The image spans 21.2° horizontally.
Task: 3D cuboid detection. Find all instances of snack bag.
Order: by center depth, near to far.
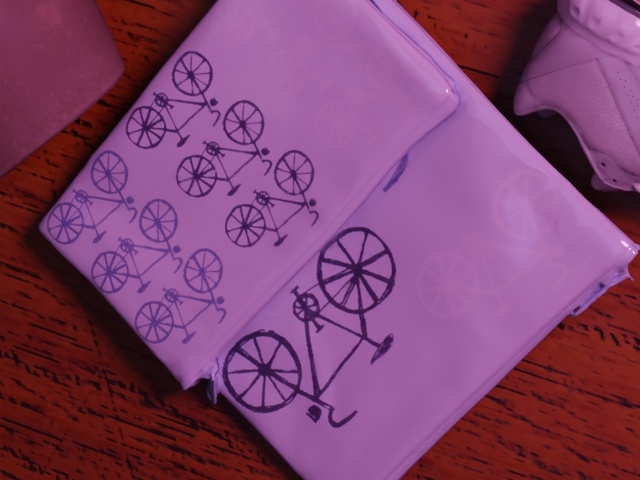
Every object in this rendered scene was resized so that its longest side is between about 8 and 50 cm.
[{"bbox_3d":[0.000,0.000,1.208,0.342,0.037,0.323,47,113,8],"label":"snack bag"}]

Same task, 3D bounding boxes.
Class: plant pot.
[{"bbox_3d":[-0.264,-0.162,1.199,0.263,0.263,0.229,-35,102,17],"label":"plant pot"}]

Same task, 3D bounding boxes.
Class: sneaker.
[{"bbox_3d":[0.245,-0.063,1.122,0.262,0.099,0.121,39,114,19],"label":"sneaker"}]
